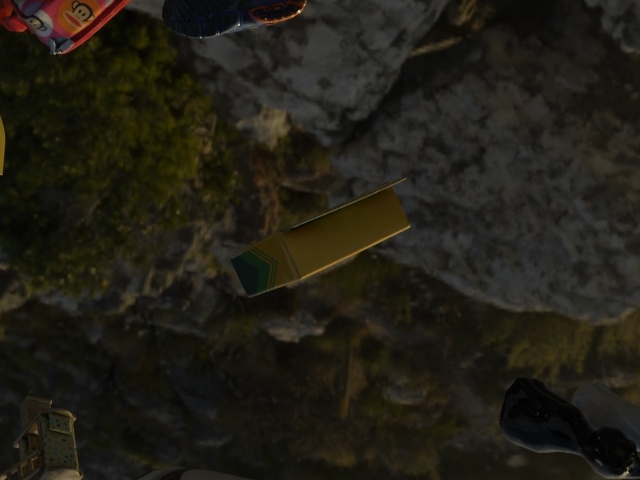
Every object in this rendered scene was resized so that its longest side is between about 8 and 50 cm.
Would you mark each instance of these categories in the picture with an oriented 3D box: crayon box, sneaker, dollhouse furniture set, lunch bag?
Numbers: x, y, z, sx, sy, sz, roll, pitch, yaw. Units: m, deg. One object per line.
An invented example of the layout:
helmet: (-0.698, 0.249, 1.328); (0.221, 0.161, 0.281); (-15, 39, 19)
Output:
crayon box: (0.000, 0.000, 1.487); (0.202, 0.081, 0.318); (-24, 180, -22)
sneaker: (-0.127, -0.342, 1.429); (0.221, 0.083, 0.087); (-3, -177, 5)
dollhouse furniture set: (-0.442, 0.276, 1.381); (0.161, 0.182, 0.101); (20, 124, -37)
lunch bag: (-0.408, -0.424, 1.509); (0.258, 0.293, 0.120); (-42, 133, 4)

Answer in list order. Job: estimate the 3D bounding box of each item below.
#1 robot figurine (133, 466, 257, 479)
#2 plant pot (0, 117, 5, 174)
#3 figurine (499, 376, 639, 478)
robot figurine: (-0.116, 0.344, 1.068); (0.278, 0.173, 0.209); (-1, 112, 38)
plant pot: (-0.438, -0.132, 1.174); (0.081, 0.083, 0.081); (12, -179, 16)
figurine: (0.384, 0.261, 1.266); (0.215, 0.092, 0.209); (7, -171, -32)
